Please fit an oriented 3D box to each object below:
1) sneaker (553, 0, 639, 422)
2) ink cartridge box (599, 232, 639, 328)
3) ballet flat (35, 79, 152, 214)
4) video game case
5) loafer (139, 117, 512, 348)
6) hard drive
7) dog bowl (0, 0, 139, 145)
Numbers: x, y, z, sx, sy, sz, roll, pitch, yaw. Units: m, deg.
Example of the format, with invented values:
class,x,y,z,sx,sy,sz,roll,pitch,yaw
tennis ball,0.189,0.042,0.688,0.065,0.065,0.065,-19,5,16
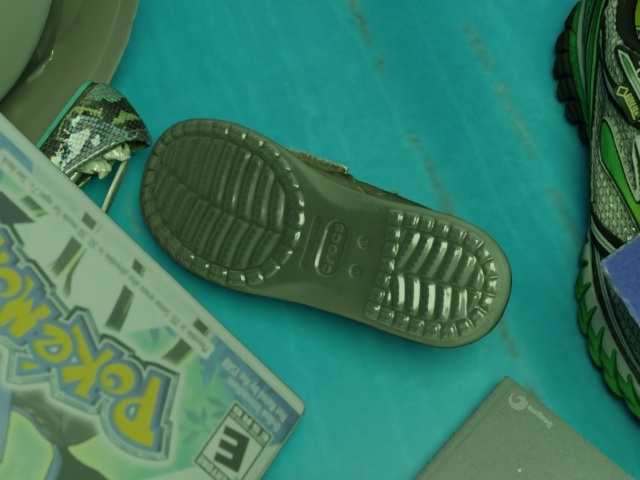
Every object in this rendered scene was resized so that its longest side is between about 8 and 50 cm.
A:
class,x,y,z,sx,sy,sz,roll,pitch,yaw
sneaker,0.209,-0.039,0.569,0.134,0.146,0.343,-8,66,-2
ink cartridge box,0.336,0.063,0.486,0.303,0.072,0.307,-32,93,-17
ballet flat,-0.173,-0.012,0.612,0.070,0.070,0.188,37,84,18
video game case,-0.197,0.083,0.461,0.329,0.036,0.300,46,55,-13
loafer,0.000,0.000,0.603,0.251,0.087,0.094,25,93,25
hard drive,0.095,0.153,0.549,0.094,0.022,0.135,40,72,19
dog bowl,-0.274,-0.153,0.547,0.349,0.349,0.102,-35,53,-14
